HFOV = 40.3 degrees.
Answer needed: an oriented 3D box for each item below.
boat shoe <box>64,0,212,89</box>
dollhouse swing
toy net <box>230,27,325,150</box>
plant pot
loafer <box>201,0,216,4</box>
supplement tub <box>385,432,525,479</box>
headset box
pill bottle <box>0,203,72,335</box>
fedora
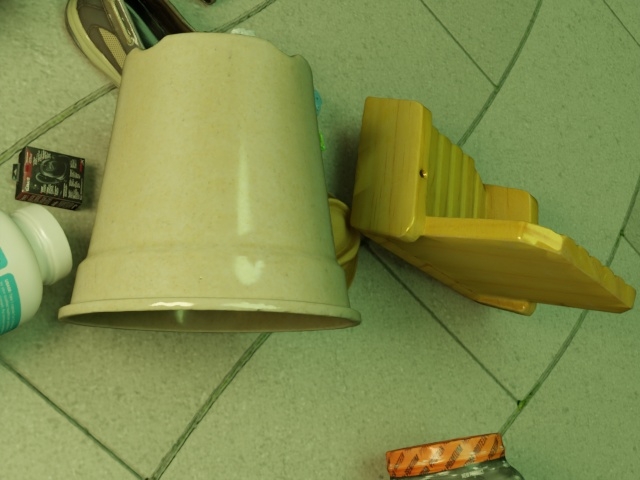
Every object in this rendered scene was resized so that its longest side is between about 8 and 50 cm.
[{"bbox_3d":[-0.186,-0.214,1.168,0.355,0.130,0.132,44,54,-16],"label":"boat shoe"},{"bbox_3d":[0.273,-0.060,1.295,0.347,0.305,0.315,30,58,-40],"label":"dollhouse swing"},{"bbox_3d":[-0.070,-0.215,1.259,0.232,0.045,0.122,32,52,-48],"label":"toy net"},{"bbox_3d":[-0.119,-0.056,1.003,0.334,0.334,0.305,8,78,-34],"label":"plant pot"},{"bbox_3d":[-0.221,-0.413,1.209,0.267,0.096,0.084,16,91,-50],"label":"loafer"},{"bbox_3d":[0.196,0.439,1.167,0.207,0.207,0.338,0,73,-37],"label":"supplement tub"},{"bbox_3d":[-0.336,-0.077,1.071,0.083,0.032,0.062,10,68,-33],"label":"headset box"},{"bbox_3d":[-0.396,0.050,0.907,0.264,0.146,0.146,-29,92,-39],"label":"pill bottle"},{"bbox_3d":[0.000,0.000,1.262,0.194,0.079,0.194,13,67,-32],"label":"fedora"}]
